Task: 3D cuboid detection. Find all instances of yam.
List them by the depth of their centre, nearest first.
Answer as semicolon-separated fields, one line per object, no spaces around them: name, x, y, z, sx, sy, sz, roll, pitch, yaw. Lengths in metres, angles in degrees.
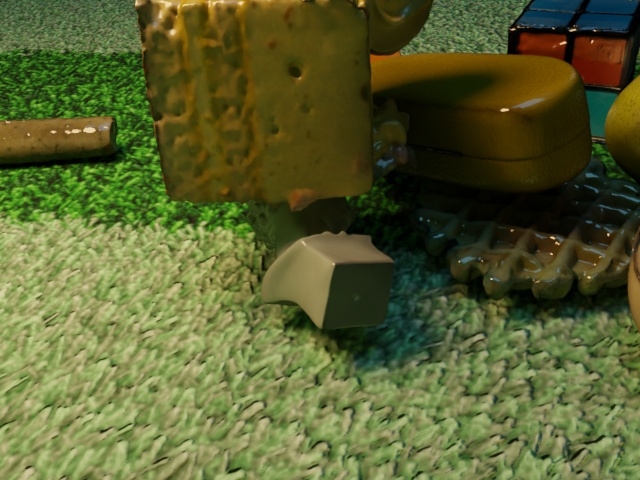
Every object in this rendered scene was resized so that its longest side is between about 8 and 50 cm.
yam;-0.512;-0.160;1.179;0.371;0.083;0.083;0;32;4

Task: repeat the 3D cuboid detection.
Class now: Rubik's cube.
Rubik's cube;0.396;-0.272;1.150;0.183;0.180;0.167;10;36;26

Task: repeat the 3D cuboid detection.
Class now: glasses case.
glasses case;0.173;-0.148;0.919;0.173;0.141;0.371;-33;31;-25

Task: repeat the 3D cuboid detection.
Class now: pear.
pear;0.465;-0.143;0.925;0.198;0.198;0.198;-3;32;2

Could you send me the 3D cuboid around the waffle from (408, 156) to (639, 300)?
waffle;0.266;-0.025;0.883;0.309;0.056;0.292;-12;30;-10

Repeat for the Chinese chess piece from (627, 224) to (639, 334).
Chinese chess piece;0.416;0.034;0.647;0.270;0.112;0.270;-23;26;12

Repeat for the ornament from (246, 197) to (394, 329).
ornament;-0.013;0.005;0.817;0.130;0.120;0.285;10;28;-16

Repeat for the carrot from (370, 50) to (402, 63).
carrot;0.018;-0.277;1.282;0.258;0.100;0.307;-13;35;-8

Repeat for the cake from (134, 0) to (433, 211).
cake;-0.022;-0.180;0.787;0.286;0.227;0.222;0;32;4
